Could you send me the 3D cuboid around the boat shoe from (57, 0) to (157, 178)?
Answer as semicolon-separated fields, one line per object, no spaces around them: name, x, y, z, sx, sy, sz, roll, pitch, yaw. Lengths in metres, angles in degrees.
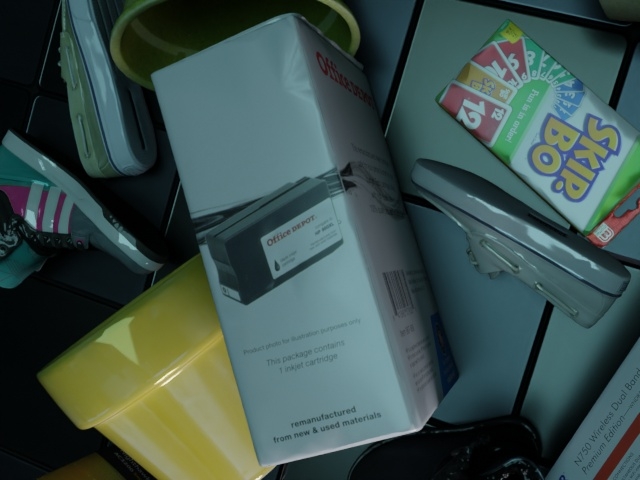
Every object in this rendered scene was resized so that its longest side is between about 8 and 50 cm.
boat shoe;-0.296;-0.227;1.033;0.094;0.109;0.302;-12;89;18

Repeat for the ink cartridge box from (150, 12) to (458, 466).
ink cartridge box;0.000;0.000;0.850;0.166;0.285;0.395;-18;84;16

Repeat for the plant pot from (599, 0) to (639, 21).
plant pot;0.410;-0.318;0.774;0.274;0.256;0.257;-8;87;32

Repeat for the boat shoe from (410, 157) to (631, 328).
boat shoe;0.208;0.002;0.894;0.267;0.096;0.088;31;113;10

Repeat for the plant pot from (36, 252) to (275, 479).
plant pot;-0.153;0.169;0.929;0.254;0.254;0.239;-34;97;13

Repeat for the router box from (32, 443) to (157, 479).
router box;-0.218;0.398;0.933;0.309;0.243;0.081;43;101;12

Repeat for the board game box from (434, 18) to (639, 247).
board game box;0.266;-0.121;0.906;0.259;0.039;0.124;44;102;9

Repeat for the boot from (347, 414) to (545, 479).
boot;0.121;0.261;0.853;0.246;0.207;0.094;-19;84;16

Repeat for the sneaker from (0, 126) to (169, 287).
sneaker;-0.348;-0.001;1.032;0.295;0.124;0.178;36;94;21

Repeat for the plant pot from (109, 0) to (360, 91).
plant pot;-0.104;-0.332;0.914;0.276;0.276;0.254;-9;76;16

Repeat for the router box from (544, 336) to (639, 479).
router box;0.364;0.249;0.704;0.335;0.082;0.301;-63;37;18
